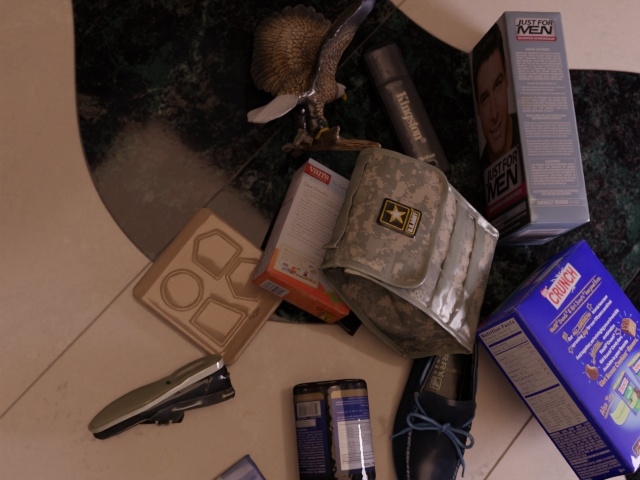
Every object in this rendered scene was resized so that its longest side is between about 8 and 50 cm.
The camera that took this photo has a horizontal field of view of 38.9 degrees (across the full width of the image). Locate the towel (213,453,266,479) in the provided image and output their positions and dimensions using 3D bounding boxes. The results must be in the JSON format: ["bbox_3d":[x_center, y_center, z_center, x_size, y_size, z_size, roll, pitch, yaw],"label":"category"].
[{"bbox_3d":[-0.166,0.503,1.413,0.285,0.034,0.209,-36,85,-19],"label":"towel"}]

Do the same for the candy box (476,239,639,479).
[{"bbox_3d":[0.442,0.197,1.521,0.268,0.122,0.317,-34,88,-42],"label":"candy box"}]

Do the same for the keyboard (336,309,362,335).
[{"bbox_3d":[0.014,0.070,1.543,0.180,0.023,0.108,46,49,-5],"label":"keyboard"}]

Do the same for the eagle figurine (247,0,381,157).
[{"bbox_3d":[-0.008,-0.296,1.552,0.226,0.225,0.299,1,88,-2],"label":"eagle figurine"}]

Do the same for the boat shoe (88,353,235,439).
[{"bbox_3d":[-0.248,0.262,1.426,0.233,0.084,0.079,-24,108,-11],"label":"boat shoe"}]

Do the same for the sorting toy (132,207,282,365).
[{"bbox_3d":[-0.175,0.076,1.507,0.208,0.038,0.193,37,73,2],"label":"sorting toy"}]

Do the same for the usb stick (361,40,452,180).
[{"bbox_3d":[0.156,-0.228,1.639,0.077,0.045,0.278,-20,83,-17],"label":"usb stick"}]

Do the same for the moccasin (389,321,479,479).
[{"bbox_3d":[0.191,0.267,1.499,0.137,0.117,0.342,9,76,-10],"label":"moccasin"}]

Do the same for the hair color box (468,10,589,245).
[{"bbox_3d":[0.361,-0.192,1.603,0.113,0.185,0.375,-1,78,-12],"label":"hair color box"}]

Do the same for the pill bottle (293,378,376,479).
[{"bbox_3d":[0.024,0.335,1.444,0.122,0.123,0.219,-2,79,-13],"label":"pill bottle"}]

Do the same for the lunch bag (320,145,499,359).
[{"bbox_3d":[0.136,0.016,1.444,0.287,0.168,0.235,40,54,-32],"label":"lunch bag"}]

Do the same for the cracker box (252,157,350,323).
[{"bbox_3d":[0.000,0.000,1.504,0.155,0.067,0.232,29,59,-16],"label":"cracker box"}]
